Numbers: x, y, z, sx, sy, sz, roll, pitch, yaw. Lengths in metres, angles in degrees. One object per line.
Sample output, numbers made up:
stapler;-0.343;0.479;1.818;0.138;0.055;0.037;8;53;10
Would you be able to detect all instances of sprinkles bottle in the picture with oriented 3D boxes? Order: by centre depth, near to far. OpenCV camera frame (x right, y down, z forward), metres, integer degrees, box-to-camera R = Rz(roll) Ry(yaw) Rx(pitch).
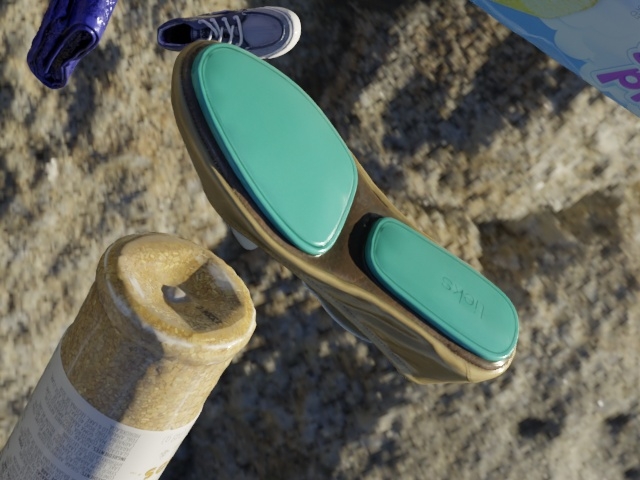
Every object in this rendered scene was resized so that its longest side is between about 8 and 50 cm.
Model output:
sprinkles bottle;-0.176;0.157;0.984;0.121;0.121;0.355;17;125;-23

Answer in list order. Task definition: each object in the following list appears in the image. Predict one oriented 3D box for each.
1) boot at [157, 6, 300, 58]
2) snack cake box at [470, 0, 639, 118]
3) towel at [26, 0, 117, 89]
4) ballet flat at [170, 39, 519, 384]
boot;-0.122;-0.268;1.689;0.086;0.190;0.069;-12;99;-51
snack cake box;0.151;-0.150;0.557;0.264;0.089;0.152;33;68;-6
towel;-0.279;-0.357;1.606;0.076;0.228;0.308;25;69;-19
ballet flat;0.000;0.000;0.633;0.232;0.080;0.073;43;140;-20
